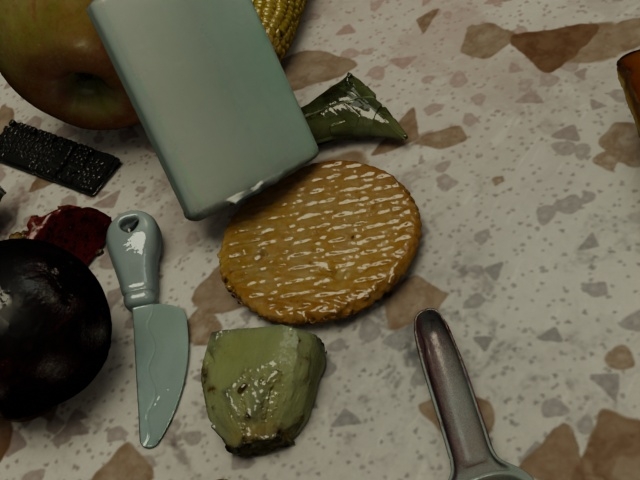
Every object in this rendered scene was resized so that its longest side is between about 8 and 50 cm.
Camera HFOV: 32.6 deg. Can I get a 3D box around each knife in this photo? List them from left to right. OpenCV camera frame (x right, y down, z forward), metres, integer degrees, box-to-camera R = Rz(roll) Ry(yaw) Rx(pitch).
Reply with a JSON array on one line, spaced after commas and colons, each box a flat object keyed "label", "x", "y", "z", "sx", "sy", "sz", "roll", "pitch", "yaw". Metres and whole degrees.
[{"label": "knife", "x": -0.201, "y": 0.097, "z": 1.321, "sx": 0.080, "sy": 0.044, "sz": 0.331, "roll": -16, "pitch": 54, "yaw": -2}, {"label": "knife", "x": 0.132, "y": 0.185, "z": 1.109, "sx": 0.123, "sy": 0.053, "sz": 0.278, "roll": -19, "pitch": 42, "yaw": 6}]

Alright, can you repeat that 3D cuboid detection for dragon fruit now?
[{"label": "dragon fruit", "x": -0.351, "y": 0.004, "z": 1.403, "sx": 0.083, "sy": 0.106, "sz": 0.162, "roll": 22, "pitch": 65, "yaw": 34}]

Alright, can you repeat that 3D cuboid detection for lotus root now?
[{"label": "lotus root", "x": -0.069, "y": 0.159, "z": 1.194, "sx": 0.143, "sy": 0.070, "sz": 0.144, "roll": -11, "pitch": 50, "yaw": 12}]

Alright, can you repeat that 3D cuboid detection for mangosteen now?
[{"label": "mangosteen", "x": -0.363, "y": 0.116, "z": 1.265, "sx": 0.250, "sy": 0.211, "sz": 0.211, "roll": -42, "pitch": 45, "yaw": 19}]

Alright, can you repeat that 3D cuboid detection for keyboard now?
[{"label": "keyboard", "x": -0.388, "y": -0.121, "z": 1.576, "sx": 0.231, "sy": 0.023, "sz": 0.072, "roll": 20, "pitch": 63, "yaw": 32}]

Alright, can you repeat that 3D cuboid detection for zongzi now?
[{"label": "zongzi", "x": 0.020, "y": -0.132, "z": 1.420, "sx": 0.154, "sy": 0.062, "sz": 0.130, "roll": -35, "pitch": 61, "yaw": -2}]

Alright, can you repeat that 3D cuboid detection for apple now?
[{"label": "apple", "x": -0.306, "y": -0.300, "z": 1.502, "sx": 0.319, "sy": 0.319, "sz": 0.277, "roll": 3, "pitch": 55, "yaw": 22}]

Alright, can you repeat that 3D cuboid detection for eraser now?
[{"label": "eraser", "x": -0.140, "y": -0.191, "z": 1.349, "sx": 0.189, "sy": 0.290, "sz": 0.104, "roll": -27, "pitch": 12, "yaw": -12}]

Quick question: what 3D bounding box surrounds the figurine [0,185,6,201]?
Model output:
[{"label": "figurine", "x": -0.516, "y": -0.021, "z": 1.477, "sx": 0.192, "sy": 0.126, "sz": 0.147, "roll": -44, "pitch": 69, "yaw": -2}]

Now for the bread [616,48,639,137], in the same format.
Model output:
[{"label": "bread", "x": 0.511, "y": -0.099, "z": 1.150, "sx": 0.324, "sy": 0.143, "sz": 0.333, "roll": -15, "pitch": 49, "yaw": 9}]

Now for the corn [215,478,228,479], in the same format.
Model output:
[{"label": "corn", "x": -0.165, "y": 0.331, "z": 1.088, "sx": 0.237, "sy": 0.079, "sz": 0.079, "roll": -38, "pitch": 49, "yaw": -8}]

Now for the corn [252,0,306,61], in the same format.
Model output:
[{"label": "corn", "x": -0.061, "y": -0.368, "z": 1.613, "sx": 0.106, "sy": 0.106, "sz": 0.293, "roll": -2, "pitch": 56, "yaw": 19}]

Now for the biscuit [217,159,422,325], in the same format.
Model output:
[{"label": "biscuit", "x": 0.000, "y": 0.000, "z": 1.324, "sx": 0.254, "sy": 0.035, "sz": 0.254, "roll": -11, "pitch": 48, "yaw": 13}]
